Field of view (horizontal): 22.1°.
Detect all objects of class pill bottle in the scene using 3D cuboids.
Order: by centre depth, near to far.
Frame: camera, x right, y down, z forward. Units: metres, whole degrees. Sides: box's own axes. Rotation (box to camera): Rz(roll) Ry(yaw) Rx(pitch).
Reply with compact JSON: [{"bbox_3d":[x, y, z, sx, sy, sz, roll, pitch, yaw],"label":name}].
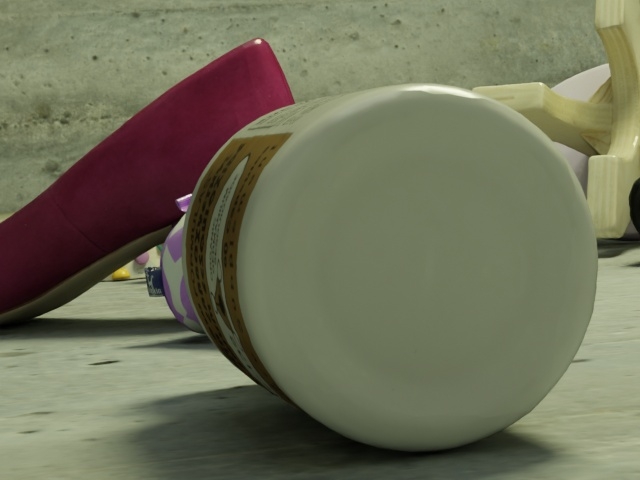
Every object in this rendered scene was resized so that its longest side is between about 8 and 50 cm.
[{"bbox_3d":[0.012,0.006,0.676,0.131,0.131,0.229,-5,3,-13],"label":"pill bottle"}]

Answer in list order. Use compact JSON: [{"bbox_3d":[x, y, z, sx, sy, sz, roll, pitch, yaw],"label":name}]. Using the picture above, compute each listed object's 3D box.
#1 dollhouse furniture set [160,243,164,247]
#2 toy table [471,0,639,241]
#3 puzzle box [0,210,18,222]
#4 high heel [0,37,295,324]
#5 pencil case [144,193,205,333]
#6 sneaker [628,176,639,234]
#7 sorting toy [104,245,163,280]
[{"bbox_3d":[-0.025,0.009,1.422,0.182,0.101,0.161,-32,-50,17],"label":"dollhouse furniture set"},{"bbox_3d":[0.272,-0.103,1.457,0.274,0.252,0.161,-15,-24,23],"label":"toy table"},{"bbox_3d":[-0.235,-0.010,1.865,0.408,0.052,0.272,-2,3,21],"label":"puzzle box"},{"bbox_3d":[-0.192,-0.033,1.118,0.377,0.181,0.127,-3,4,10],"label":"high heel"},{"bbox_3d":[0.000,0.012,0.937,0.206,0.088,0.086,0,7,40],"label":"pencil case"},{"bbox_3d":[0.346,-0.033,1.211,0.135,0.098,0.276,-7,2,-44],"label":"sneaker"},{"bbox_3d":[-0.170,-0.004,1.490,0.083,0.075,0.045,-6,4,-27],"label":"sorting toy"}]
